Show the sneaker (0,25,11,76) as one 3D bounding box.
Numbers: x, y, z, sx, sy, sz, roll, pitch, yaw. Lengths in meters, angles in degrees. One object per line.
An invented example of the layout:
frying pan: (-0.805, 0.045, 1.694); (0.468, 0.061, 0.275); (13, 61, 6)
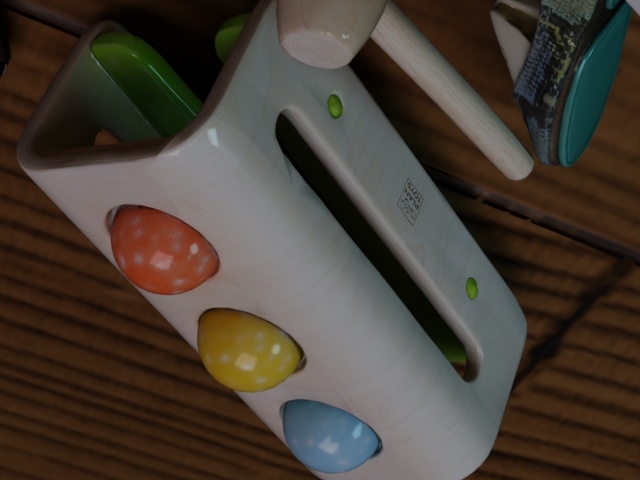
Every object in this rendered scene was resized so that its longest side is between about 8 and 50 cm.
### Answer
sneaker: (-0.290, -0.053, 0.829); (0.283, 0.124, 0.107); (-9, 137, 23)

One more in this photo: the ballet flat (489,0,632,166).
ballet flat: (0.110, -0.112, 0.721); (0.070, 0.070, 0.188); (11, 139, 1)

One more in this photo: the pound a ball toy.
pound a ball toy: (0.000, 0.000, 0.780); (0.208, 0.136, 0.319); (-2, 141, 37)

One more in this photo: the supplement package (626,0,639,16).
supplement package: (0.195, -0.143, 0.542); (0.149, 0.203, 0.194); (-24, 128, 36)
